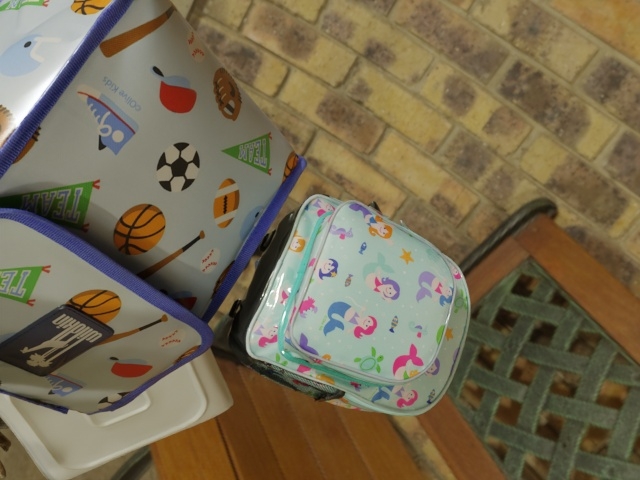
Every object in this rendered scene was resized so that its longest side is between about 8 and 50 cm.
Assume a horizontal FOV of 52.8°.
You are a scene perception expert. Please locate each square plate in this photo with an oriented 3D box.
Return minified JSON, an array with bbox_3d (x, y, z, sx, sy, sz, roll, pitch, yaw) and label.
[{"bbox_3d":[-0.340,0.245,1.051,0.347,0.344,0.049,-21,40,-11],"label":"square plate"}]

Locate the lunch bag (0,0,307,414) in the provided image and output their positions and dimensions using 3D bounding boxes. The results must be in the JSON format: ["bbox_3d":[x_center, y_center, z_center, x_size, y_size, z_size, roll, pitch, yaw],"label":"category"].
[{"bbox_3d":[-0.232,-0.028,0.642,0.239,0.385,0.328,24,-14,36],"label":"lunch bag"}]

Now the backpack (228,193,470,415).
[{"bbox_3d":[0.051,0.084,0.752,0.253,0.191,0.225,29,69,-18],"label":"backpack"}]

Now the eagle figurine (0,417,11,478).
[{"bbox_3d":[-0.728,0.383,1.213,0.225,0.298,0.226,42,23,-36],"label":"eagle figurine"}]

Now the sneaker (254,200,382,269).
[{"bbox_3d":[0.000,0.000,1.024,0.232,0.081,0.090,-13,83,-20],"label":"sneaker"}]
